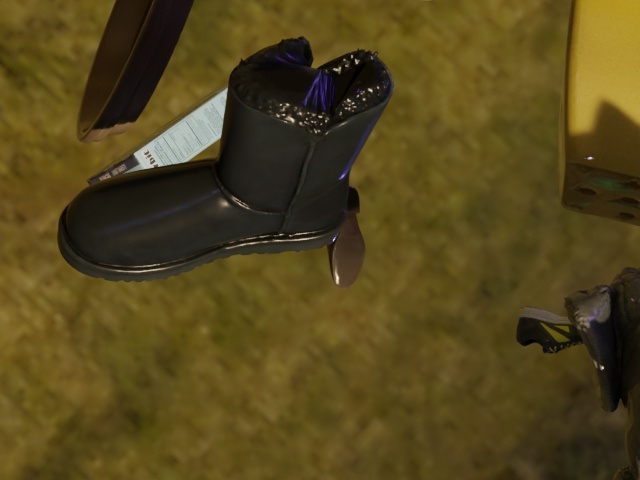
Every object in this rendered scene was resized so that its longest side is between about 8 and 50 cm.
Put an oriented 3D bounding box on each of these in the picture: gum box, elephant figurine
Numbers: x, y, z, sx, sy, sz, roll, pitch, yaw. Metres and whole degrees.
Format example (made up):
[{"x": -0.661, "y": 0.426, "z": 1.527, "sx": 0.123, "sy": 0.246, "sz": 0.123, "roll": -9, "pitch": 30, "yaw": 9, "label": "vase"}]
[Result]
[{"x": -0.137, "y": -0.109, "z": 2.034, "sx": 0.184, "sy": 0.041, "sz": 0.157, "roll": -37, "pitch": -172, "yaw": -25, "label": "gum box"}, {"x": 0.258, "y": 0.083, "z": 1.493, "sx": 0.169, "sy": 0.239, "sz": 0.186, "roll": 0, "pitch": 146, "yaw": -31, "label": "elephant figurine"}]

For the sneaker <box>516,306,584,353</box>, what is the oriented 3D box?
[{"x": 0.205, "y": 0.082, "z": 1.677, "sx": 0.031, "sy": 0.083, "sz": 0.035, "roll": 45, "pitch": 60, "yaw": -67, "label": "sneaker"}]

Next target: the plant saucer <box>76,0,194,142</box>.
[{"x": -0.162, "y": -0.217, "z": 1.868, "sx": 0.278, "sy": 0.041, "sz": 0.278, "roll": -159, "pitch": -90, "yaw": -76, "label": "plant saucer"}]

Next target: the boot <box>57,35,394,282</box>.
[{"x": -0.077, "y": -0.067, "z": 1.521, "sx": 0.246, "sy": 0.094, "sz": 0.207, "roll": -6, "pitch": 147, "yaw": -15, "label": "boot"}]

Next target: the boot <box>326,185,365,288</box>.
[{"x": 0.000, "y": 0.000, "z": 1.994, "sx": 0.114, "sy": 0.037, "sz": 0.106, "roll": -10, "pitch": -108, "yaw": 57, "label": "boot"}]

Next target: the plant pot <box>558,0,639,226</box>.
[{"x": 0.342, "y": -0.125, "z": 2.054, "sx": 0.212, "sy": 0.212, "sz": 0.187, "roll": 78, "pitch": 28, "yaw": -70, "label": "plant pot"}]
